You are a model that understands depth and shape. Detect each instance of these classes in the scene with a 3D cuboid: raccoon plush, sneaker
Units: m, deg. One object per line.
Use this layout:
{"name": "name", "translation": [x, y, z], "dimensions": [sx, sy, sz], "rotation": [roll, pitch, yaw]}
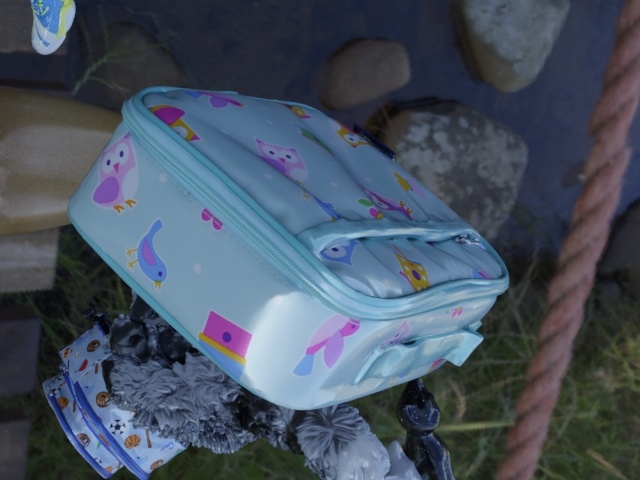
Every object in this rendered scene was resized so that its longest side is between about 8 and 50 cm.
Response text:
{"name": "raccoon plush", "translation": [-0.111, 0.231, 1.335], "dimensions": [0.216, 0.446, 0.299], "rotation": [-43, 159, -9]}
{"name": "sneaker", "translation": [-0.470, -0.436, 1.653], "dimensions": [0.126, 0.091, 0.240], "rotation": [8, 106, -44]}

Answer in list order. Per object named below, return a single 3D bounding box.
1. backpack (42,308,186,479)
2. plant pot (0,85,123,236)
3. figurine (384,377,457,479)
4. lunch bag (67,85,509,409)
{"name": "backpack", "translation": [-0.364, 0.304, 1.802], "dimensions": [0.213, 0.263, 0.276], "rotation": [-45, 127, -10]}
{"name": "plant pot", "translation": [-0.393, -0.128, 1.576], "dimensions": [0.254, 0.237, 0.237], "rotation": [-3, 111, -21]}
{"name": "figurine", "translation": [0.123, 0.324, 1.353], "dimensions": [0.215, 0.092, 0.210], "rotation": [-64, 149, -53]}
{"name": "lunch bag", "translation": [0.000, 0.000, 0.644], "dimensions": [0.108, 0.224, 0.279], "rotation": [-59, 157, 19]}
